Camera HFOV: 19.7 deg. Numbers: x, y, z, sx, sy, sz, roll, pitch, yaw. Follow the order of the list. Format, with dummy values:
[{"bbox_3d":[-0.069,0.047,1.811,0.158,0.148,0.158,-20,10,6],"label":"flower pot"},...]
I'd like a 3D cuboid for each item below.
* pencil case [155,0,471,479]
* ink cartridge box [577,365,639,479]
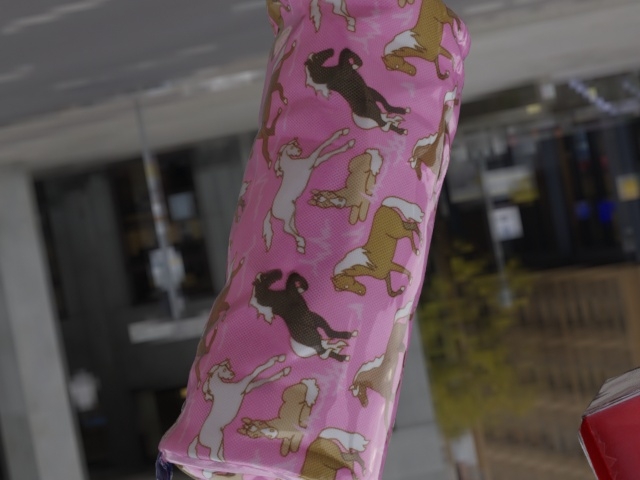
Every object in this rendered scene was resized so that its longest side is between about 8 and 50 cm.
[{"bbox_3d":[0.000,0.000,1.295,0.167,0.386,0.160,7,166,25],"label":"pencil case"},{"bbox_3d":[0.370,0.270,1.733,0.130,0.309,0.272,-25,178,16],"label":"ink cartridge box"}]
